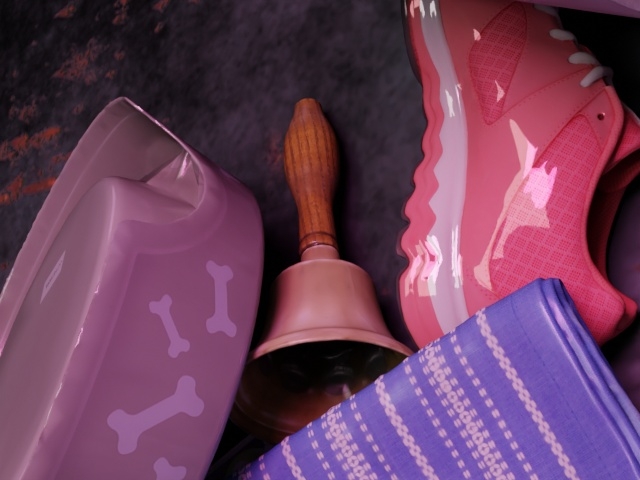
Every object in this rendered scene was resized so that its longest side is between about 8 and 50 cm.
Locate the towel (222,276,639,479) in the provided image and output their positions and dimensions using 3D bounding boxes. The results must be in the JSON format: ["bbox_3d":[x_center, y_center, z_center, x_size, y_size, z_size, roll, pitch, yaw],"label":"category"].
[{"bbox_3d":[0.051,0.202,0.678,0.336,0.040,0.243,-36,72,24],"label":"towel"}]

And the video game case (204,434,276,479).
[{"bbox_3d":[-0.048,0.225,0.808,0.190,0.022,0.173,-41,52,21],"label":"video game case"}]

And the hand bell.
[{"bbox_3d":[0.000,0.000,0.819,0.126,0.126,0.242,-29,44,29],"label":"hand bell"}]

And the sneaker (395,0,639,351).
[{"bbox_3d":[0.129,-0.077,0.733,0.136,0.116,0.314,-4,78,28],"label":"sneaker"}]

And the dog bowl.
[{"bbox_3d":[-0.149,0.086,0.806,0.349,0.102,0.349,-51,25,35],"label":"dog bowl"}]

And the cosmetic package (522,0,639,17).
[{"bbox_3d":[0.095,-0.353,0.588,0.230,0.161,0.453,24,100,50],"label":"cosmetic package"}]
